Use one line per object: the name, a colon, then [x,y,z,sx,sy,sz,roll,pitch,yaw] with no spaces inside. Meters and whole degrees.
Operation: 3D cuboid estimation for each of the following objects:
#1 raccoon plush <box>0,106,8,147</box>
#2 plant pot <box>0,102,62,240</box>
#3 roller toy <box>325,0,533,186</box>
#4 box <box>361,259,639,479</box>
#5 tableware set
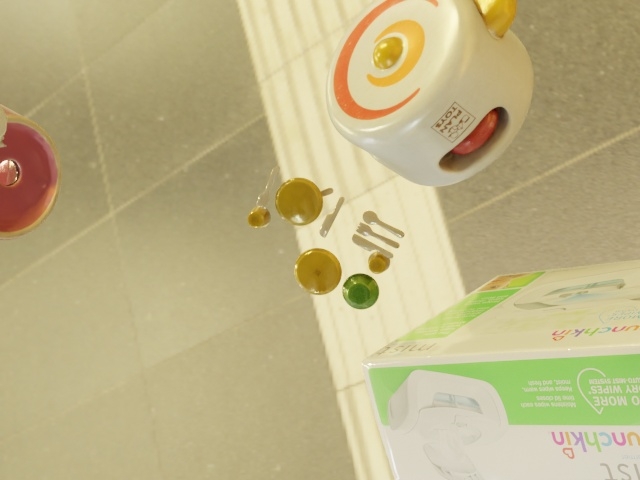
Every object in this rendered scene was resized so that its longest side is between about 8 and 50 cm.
raccoon plush: [-0.422,-0.047,0.650,0.446,0.216,0.299,11,54,9]
plant pot: [-0.382,-0.075,1.095,0.180,0.201,0.201,11,93,39]
roller toy: [0.109,-0.165,1.061,0.209,0.146,0.191,-3,68,44]
box: [0.210,0.110,0.845,0.262,0.231,0.126,-9,100,44]
tableware set: [0.000,0.000,1.017,0.154,0.024,0.104,27,104,3]
